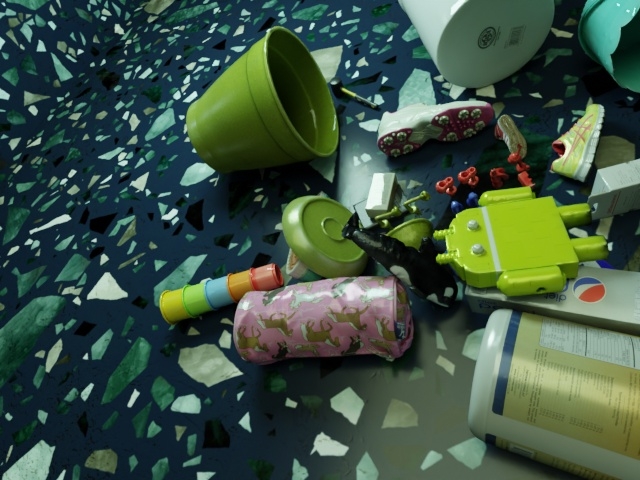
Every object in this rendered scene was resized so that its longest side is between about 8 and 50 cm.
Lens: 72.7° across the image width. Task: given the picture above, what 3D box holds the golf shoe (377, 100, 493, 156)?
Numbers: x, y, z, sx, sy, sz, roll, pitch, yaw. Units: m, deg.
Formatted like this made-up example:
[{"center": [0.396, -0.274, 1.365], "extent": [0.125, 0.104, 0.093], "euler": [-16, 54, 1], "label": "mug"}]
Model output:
[{"center": [0.299, -0.332, 1.174], "extent": [0.306, 0.115, 0.140], "euler": [-11, 53, 15], "label": "golf shoe"}]

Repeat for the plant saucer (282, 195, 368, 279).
[{"center": [0.025, -0.018, 1.030], "extent": [0.037, 0.241, 0.241], "euler": [-47, 41, 41], "label": "plant saucer"}]

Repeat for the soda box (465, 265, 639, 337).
[{"center": [0.415, 0.098, 0.772], "extent": [0.286, 0.098, 0.091], "euler": [8, 65, 31], "label": "soda box"}]

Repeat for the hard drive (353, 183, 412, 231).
[{"center": [0.160, -0.083, 1.129], "extent": [0.135, 0.022, 0.094], "euler": [-25, 53, 6], "label": "hard drive"}]

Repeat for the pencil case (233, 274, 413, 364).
[{"center": [0.002, 0.178, 0.950], "extent": [0.386, 0.160, 0.167], "euler": [-8, 39, 18], "label": "pencil case"}]

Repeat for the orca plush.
[{"center": [0.188, 0.023, 0.916], "extent": [0.287, 0.151, 0.102], "euler": [39, 107, 7], "label": "orca plush"}]

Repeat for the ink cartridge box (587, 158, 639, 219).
[{"center": [0.631, -0.109, 0.896], "extent": [0.180, 0.104, 0.060], "euler": [-14, 56, 14], "label": "ink cartridge box"}]

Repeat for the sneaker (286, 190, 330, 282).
[{"center": [0.000, 0.000, 1.105], "extent": [0.108, 0.121, 0.302], "euler": [-42, 24, 39], "label": "sneaker"}]

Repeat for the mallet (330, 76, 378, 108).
[{"center": [0.108, -0.454, 1.382], "extent": [0.189, 0.062, 0.039], "euler": [38, 80, 21], "label": "mallet"}]

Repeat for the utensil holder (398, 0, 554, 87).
[{"center": [0.408, -0.669, 1.209], "extent": [0.327, 0.327, 0.385], "euler": [-18, 56, 12], "label": "utensil holder"}]

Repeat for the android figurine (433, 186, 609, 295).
[{"center": [0.345, -0.002, 0.782], "extent": [0.273, 0.056, 0.248], "euler": [-6, 44, 17], "label": "android figurine"}]

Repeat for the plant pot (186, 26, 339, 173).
[{"center": [-0.187, -0.363, 1.278], "extent": [0.353, 0.366, 0.366], "euler": [-16, 54, 28], "label": "plant pot"}]

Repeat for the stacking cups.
[{"center": [-0.251, 0.139, 1.134], "extent": [0.316, 0.096, 0.096], "euler": [-15, 55, 8], "label": "stacking cups"}]

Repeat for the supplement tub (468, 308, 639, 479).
[{"center": [0.417, 0.249, 0.685], "extent": [0.316, 0.228, 0.228], "euler": [11, 65, 28], "label": "supplement tub"}]

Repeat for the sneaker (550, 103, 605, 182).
[{"center": [0.593, -0.235, 1.007], "extent": [0.094, 0.081, 0.208], "euler": [15, 67, 32], "label": "sneaker"}]

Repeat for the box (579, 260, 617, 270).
[{"center": [0.499, 0.099, 0.842], "extent": [0.137, 0.072, 0.126], "euler": [-35, 53, -1], "label": "box"}]

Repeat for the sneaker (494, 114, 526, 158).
[{"center": [0.478, -0.253, 1.098], "extent": [0.042, 0.067, 0.118], "euler": [-22, 84, 6], "label": "sneaker"}]

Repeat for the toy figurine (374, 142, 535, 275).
[{"center": [0.323, -0.006, 0.919], "extent": [0.362, 0.191, 0.217], "euler": [-26, 58, 7], "label": "toy figurine"}]

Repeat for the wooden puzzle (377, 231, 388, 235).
[{"center": [0.148, -0.004, 1.066], "extent": [0.049, 0.006, 0.083], "euler": [-8, 19, 27], "label": "wooden puzzle"}]

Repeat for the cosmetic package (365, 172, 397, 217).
[{"center": [0.157, -0.115, 1.109], "extent": [0.060, 0.041, 0.115], "euler": [5, 62, 25], "label": "cosmetic package"}]

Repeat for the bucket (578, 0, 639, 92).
[{"center": [0.758, -0.506, 0.995], "extent": [0.281, 0.281, 0.183], "euler": [-18, 46, 12], "label": "bucket"}]
